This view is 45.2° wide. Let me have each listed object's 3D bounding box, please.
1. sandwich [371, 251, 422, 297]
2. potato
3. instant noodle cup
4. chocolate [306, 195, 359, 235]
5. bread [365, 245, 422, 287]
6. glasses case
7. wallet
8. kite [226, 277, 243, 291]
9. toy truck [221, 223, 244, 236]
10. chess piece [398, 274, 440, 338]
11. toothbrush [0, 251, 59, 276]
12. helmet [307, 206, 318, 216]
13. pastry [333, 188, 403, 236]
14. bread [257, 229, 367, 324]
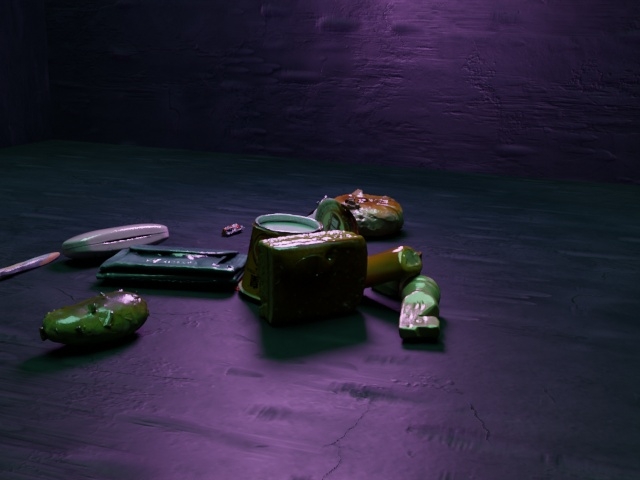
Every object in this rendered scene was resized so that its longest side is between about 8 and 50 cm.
[{"bbox_3d":[0.217,0.084,1.875,0.163,0.079,0.113,-6,19,-34],"label":"sandwich"},{"bbox_3d":[-0.435,0.154,1.500,0.117,0.090,0.225,13,17,37],"label":"potato"},{"bbox_3d":[-0.080,0.040,1.807,0.216,0.172,0.216,5,15,-1],"label":"instant noodle cup"},{"bbox_3d":[0.003,0.001,2.033,0.147,0.221,0.221,-19,-2,40],"label":"chocolate"},{"bbox_3d":[0.124,0.068,1.774,0.239,0.074,0.093,-18,-3,40],"label":"bread"},{"bbox_3d":[-0.549,0.001,2.074,0.297,0.075,0.113,-13,3,-42],"label":"glasses case"},{"bbox_3d":[-0.358,0.053,1.926,0.342,0.075,0.237,2,9,5],"label":"wallet"},{"bbox_3d":[-0.208,0.099,1.906,0.125,0.008,0.222,1,14,7],"label":"kite"},{"bbox_3d":[-0.270,-0.032,2.358,0.032,0.024,0.083,32,27,19],"label":"toy truck"},{"bbox_3d":[0.210,0.152,1.632,0.090,0.090,0.200,4,22,8],"label":"chess piece"},{"bbox_3d":[-0.760,0.074,1.884,0.028,0.037,0.375,10,14,16],"label":"toothbrush"},{"bbox_3d":[0.012,-0.082,2.516,0.089,0.057,0.111,-38,-7,23],"label":"helmet"},{"bbox_3d":[0.147,-0.088,2.435,0.236,0.120,0.257,-8,19,-35],"label":"pastry"},{"bbox_3d":[-0.015,0.077,1.661,0.234,0.184,0.110,-9,21,-30],"label":"bread"}]
